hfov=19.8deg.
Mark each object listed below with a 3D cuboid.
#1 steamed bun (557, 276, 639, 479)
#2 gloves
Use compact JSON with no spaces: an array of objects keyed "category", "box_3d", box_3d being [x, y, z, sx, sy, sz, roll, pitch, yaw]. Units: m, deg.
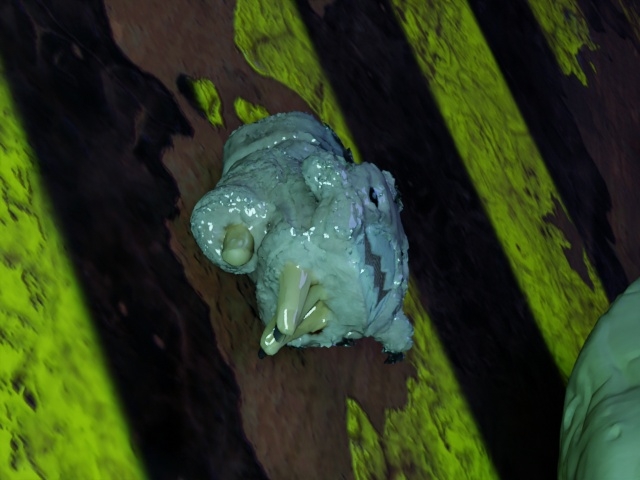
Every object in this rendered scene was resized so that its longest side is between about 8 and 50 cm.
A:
[{"category":"steamed bun","box_3d":[0.325,0.160,1.018,0.290,0.371,0.456,70,23,-14]},{"category":"gloves","box_3d":[-0.005,-0.007,0.914,0.110,0.094,0.144,47,14,-51]}]
